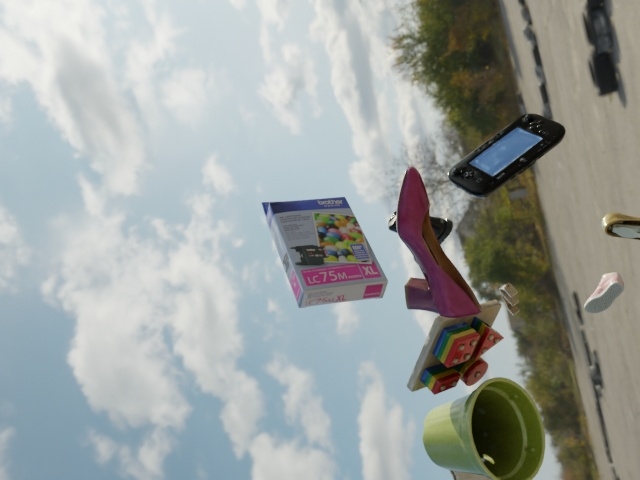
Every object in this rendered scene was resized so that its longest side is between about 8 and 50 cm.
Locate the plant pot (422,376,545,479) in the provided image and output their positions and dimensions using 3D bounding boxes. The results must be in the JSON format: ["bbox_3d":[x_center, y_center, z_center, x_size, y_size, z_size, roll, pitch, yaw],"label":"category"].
[{"bbox_3d":[0.428,0.535,1.747,0.276,0.254,0.276,12,-114,-28],"label":"plant pot"}]

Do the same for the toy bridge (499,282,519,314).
[{"bbox_3d":[0.553,0.162,1.854,0.063,0.026,0.188,54,180,31],"label":"toy bridge"}]

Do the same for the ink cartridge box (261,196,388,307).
[{"bbox_3d":[0.000,0.000,1.343,0.311,0.185,0.065,-115,29,-42],"label":"ink cartridge box"}]

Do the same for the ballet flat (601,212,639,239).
[{"bbox_3d":[0.857,-0.020,1.647,0.073,0.232,0.080,-44,-45,-52],"label":"ballet flat"}]

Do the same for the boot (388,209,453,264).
[{"bbox_3d":[0.337,-0.025,2.306,0.246,0.207,0.094,121,165,-47],"label":"boot"}]

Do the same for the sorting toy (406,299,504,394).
[{"bbox_3d":[0.394,0.312,1.752,0.255,0.089,0.257,-9,-53,-37],"label":"sorting toy"}]

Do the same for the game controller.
[{"bbox_3d":[0.502,-0.232,1.704,0.067,0.319,0.166,57,172,-30],"label":"game controller"}]

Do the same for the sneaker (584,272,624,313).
[{"bbox_3d":[0.767,0.138,1.703,0.051,0.134,0.070,29,-139,-2],"label":"sneaker"}]

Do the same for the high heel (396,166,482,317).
[{"bbox_3d":[0.282,0.007,1.474,0.127,0.181,0.378,-52,-42,-52],"label":"high heel"}]

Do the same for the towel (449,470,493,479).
[{"bbox_3d":[0.540,0.811,2.101,0.282,0.187,0.049,-110,31,-44],"label":"towel"}]
